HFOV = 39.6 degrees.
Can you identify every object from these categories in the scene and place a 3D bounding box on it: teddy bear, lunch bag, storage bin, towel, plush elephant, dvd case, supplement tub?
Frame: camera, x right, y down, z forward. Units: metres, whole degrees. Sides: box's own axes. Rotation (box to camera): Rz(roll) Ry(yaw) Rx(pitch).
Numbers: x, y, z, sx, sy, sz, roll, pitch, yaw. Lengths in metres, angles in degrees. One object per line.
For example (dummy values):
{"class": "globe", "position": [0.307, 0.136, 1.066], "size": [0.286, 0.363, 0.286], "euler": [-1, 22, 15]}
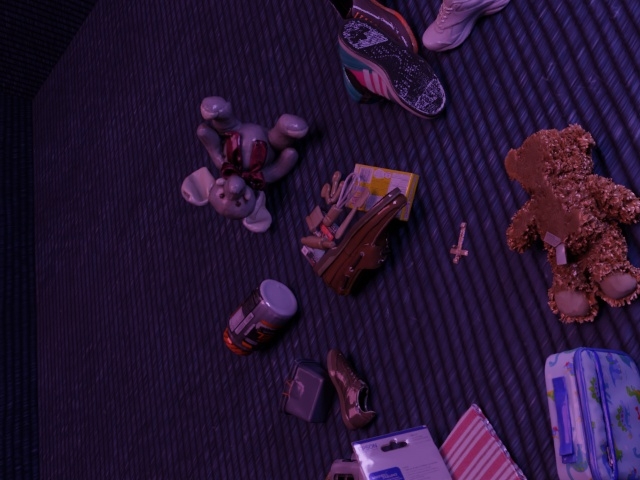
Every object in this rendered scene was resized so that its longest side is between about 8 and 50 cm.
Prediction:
{"class": "teddy bear", "position": [0.437, -0.027, 1.523], "size": [0.245, 0.113, 0.338], "euler": [-55, 48, 36]}
{"class": "lunch bag", "position": [0.425, 0.276, 1.356], "size": [0.090, 0.176, 0.219], "euler": [-27, 57, 46]}
{"class": "storage bin", "position": [-0.026, 0.344, 2.003], "size": [0.091, 0.098, 0.135], "euler": [21, 95, 43]}
{"class": "towel", "position": [0.291, 0.416, 1.613], "size": [0.144, 0.029, 0.197], "euler": [-59, 39, 25]}
{"class": "plush elephant", "position": [-0.207, -0.172, 2.276], "size": [0.330, 0.271, 0.256], "euler": [117, 168, -66]}
{"class": "dvd case", "position": [0.000, 0.000, 2.144], "size": [0.119, 0.013, 0.087], "euler": [-60, 39, 18]}
{"class": "supplement tub", "position": [-0.152, 0.194, 2.190], "size": [0.190, 0.117, 0.117], "euler": [-49, 44, 32]}

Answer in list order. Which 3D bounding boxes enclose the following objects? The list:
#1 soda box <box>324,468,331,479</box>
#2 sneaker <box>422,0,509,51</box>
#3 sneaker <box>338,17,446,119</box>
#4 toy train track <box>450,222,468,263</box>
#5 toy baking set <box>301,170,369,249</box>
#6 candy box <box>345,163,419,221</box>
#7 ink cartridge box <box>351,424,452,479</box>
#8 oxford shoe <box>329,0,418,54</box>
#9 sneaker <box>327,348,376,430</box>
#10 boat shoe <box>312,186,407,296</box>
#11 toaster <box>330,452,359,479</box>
{"class": "soda box", "position": [0.023, 0.568, 1.884], "size": [0.061, 0.058, 0.181], "euler": [44, 113, 50]}
{"class": "sneaker", "position": [0.281, -0.487, 1.852], "size": [0.232, 0.115, 0.090], "euler": [-39, 50, 39]}
{"class": "sneaker", "position": [0.151, -0.346, 1.980], "size": [0.124, 0.178, 0.295], "euler": [-41, 75, -13]}
{"class": "toy train track", "position": [0.277, 0.005, 1.778], "size": [0.048, 0.014, 0.083], "euler": [8, 84, 53]}
{"class": "toy baking set", "position": [0.026, -0.069, 2.068], "size": [0.256, 0.030, 0.197], "euler": [19, 89, 65]}
{"class": "candy box", "position": [0.135, -0.109, 1.992], "size": [0.206, 0.027, 0.105], "euler": [18, 96, 54]}
{"class": "ink cartridge box", "position": [0.179, 0.502, 1.594], "size": [0.065, 0.165, 0.333], "euler": [105, 150, -48]}
{"class": "oxford shoe", "position": [0.107, -0.495, 2.023], "size": [0.271, 0.098, 0.097], "euler": [46, 134, 14]}
{"class": "sneaker", "position": [0.072, 0.312, 1.917], "size": [0.071, 0.066, 0.188], "euler": [-30, 59, 23]}
{"class": "boat shoe", "position": [0.108, 0.007, 1.931], "size": [0.104, 0.110, 0.307], "euler": [47, 133, 6]}
{"class": "toaster", "position": [0.107, 0.513, 1.749], "size": [0.168, 0.110, 0.186], "euler": [-15, 67, 51]}
